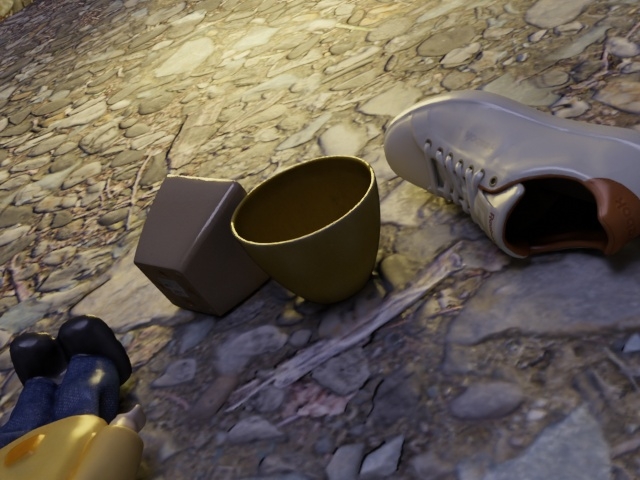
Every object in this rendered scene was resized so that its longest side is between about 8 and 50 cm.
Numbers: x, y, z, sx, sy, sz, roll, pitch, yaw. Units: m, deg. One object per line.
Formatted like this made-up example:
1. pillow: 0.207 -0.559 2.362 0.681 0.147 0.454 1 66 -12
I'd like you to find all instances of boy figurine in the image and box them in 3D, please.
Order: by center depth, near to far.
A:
1. boy figurine: -0.221 0.179 0.646 0.177 0.092 0.285 -16 28 7

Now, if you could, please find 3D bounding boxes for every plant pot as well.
1. plant pot: 0.000 0.000 0.765 0.134 0.095 0.134 -18 31 11
2. plant pot: -0.113 0.011 0.827 0.109 0.109 0.096 8 56 41

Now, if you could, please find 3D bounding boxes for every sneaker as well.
1. sneaker: 0.147 -0.056 0.741 0.290 0.106 0.123 14 45 44
